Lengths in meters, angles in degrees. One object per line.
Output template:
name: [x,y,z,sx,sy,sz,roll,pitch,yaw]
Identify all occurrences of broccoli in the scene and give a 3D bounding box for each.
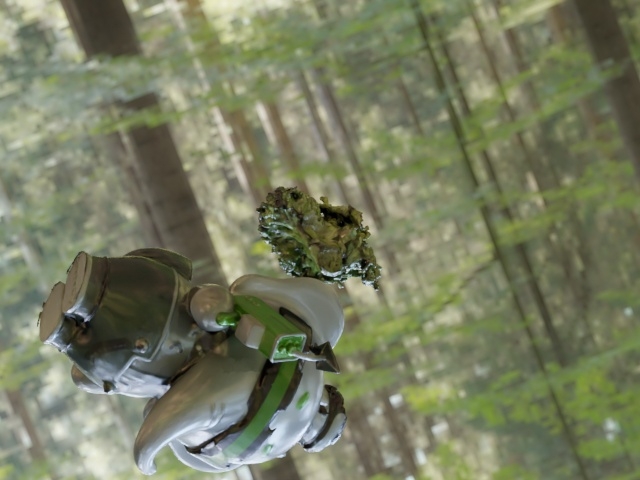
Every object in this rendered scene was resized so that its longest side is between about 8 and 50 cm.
broccoli: [0.000,0.000,1.238,0.095,0.097,0.092,-13,-167,-10]

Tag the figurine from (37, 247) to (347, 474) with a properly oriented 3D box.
figurine: [-0.065,0.073,0.878,0.147,0.192,0.126,-52,-152,22]
